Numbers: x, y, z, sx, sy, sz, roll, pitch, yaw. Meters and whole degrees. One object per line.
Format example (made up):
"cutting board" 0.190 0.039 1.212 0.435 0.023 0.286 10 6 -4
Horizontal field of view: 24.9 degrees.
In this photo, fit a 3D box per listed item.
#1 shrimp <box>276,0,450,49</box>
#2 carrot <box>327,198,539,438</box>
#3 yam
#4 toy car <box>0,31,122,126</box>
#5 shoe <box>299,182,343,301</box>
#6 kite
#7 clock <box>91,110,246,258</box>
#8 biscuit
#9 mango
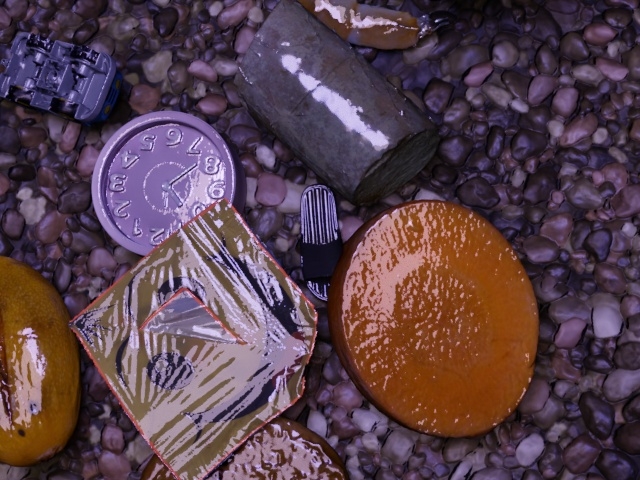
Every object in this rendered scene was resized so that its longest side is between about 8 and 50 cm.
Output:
"shrimp" 0.021 -0.360 1.917 0.185 0.068 0.287 -33 84 16
"carrot" 0.142 0.102 1.815 0.258 0.100 0.307 -22 90 1
"yam" 0.012 -0.171 1.853 0.268 0.161 0.161 42 90 13
"toy car" -0.342 -0.212 1.958 0.191 0.100 0.097 18 85 32
"shoe" 0.000 0.000 1.882 0.062 0.053 0.159 -8 77 5
"kite" -0.167 0.127 1.842 0.327 0.013 0.378 8 83 11
"clock" -0.200 -0.069 1.918 0.196 0.068 0.197 -1 81 9
"biscuit" -0.096 0.352 1.828 0.296 0.075 0.296 -2 79 9
"mango" -0.404 0.150 1.891 0.177 0.120 0.295 -19 78 10
